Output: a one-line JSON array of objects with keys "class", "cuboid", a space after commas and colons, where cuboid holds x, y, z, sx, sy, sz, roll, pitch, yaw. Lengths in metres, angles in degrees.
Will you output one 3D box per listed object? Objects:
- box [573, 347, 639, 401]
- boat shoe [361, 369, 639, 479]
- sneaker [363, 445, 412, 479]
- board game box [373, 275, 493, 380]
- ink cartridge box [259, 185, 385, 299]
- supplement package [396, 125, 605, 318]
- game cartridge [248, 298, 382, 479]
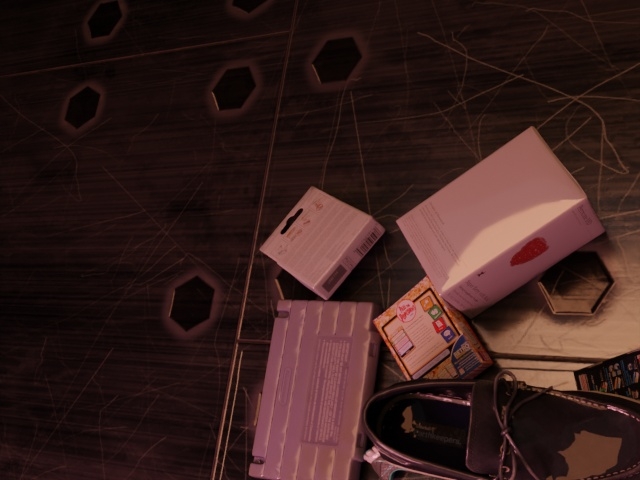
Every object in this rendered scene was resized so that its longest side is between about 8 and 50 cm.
[{"class": "box", "cuboid": [0.496, 0.285, 1.290, 0.175, 0.051, 0.220, -36, 52, 48]}, {"class": "boat shoe", "cuboid": [0.286, 0.304, 1.295, 0.500, 0.156, 0.187, -1, 66, 32]}, {"class": "sneaker", "cuboid": [0.162, 0.376, 1.490, 0.166, 0.065, 0.076, -34, 75, 18]}, {"class": "board game box", "cuboid": [0.201, 0.184, 1.515, 0.147, 0.045, 0.193, -42, 61, 25]}, {"class": "ink cartridge box", "cuboid": [0.000, 0.000, 1.723, 0.189, 0.066, 0.232, -50, 33, -6]}, {"class": "supplement package", "cuboid": [0.320, -0.025, 1.479, 0.293, 0.177, 0.175, -36, 58, 13]}, {"class": "game cartridge", "cuboid": [-0.004, 0.292, 1.609, 0.230, 0.068, 0.355, 1, 72, 25]}]
